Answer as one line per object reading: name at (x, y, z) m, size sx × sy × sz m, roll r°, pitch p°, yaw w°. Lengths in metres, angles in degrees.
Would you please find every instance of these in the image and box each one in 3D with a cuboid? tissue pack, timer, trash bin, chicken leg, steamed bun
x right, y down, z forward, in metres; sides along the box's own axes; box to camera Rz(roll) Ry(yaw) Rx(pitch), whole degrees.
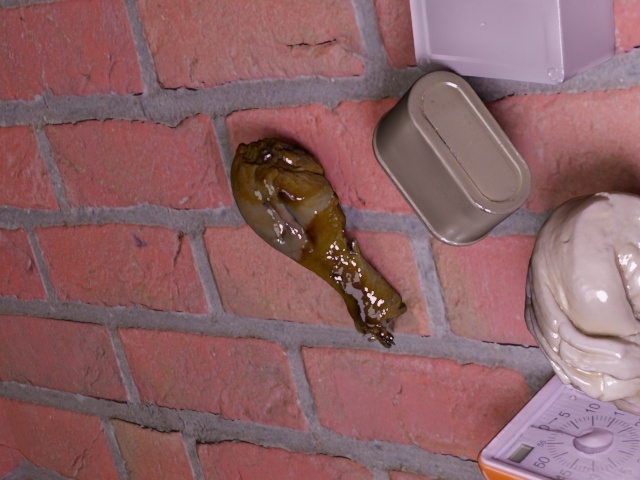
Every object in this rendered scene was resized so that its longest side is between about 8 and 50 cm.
tissue pack at (0.258, -0.313, 1.832) m, size 0.246 × 0.136 × 0.159 m, roll 13°, pitch 120°, yaw 40°
timer at (0.394, 0.318, 1.969) m, size 0.250 × 0.257 × 0.161 m, roll 28°, pitch 136°, yaw 28°
trash bin at (0.188, -0.117, 1.943) m, size 0.243 × 0.121 × 0.247 m, roll 54°, pitch 168°, yaw 4°
chicken leg at (0.000, 0.000, 2.270) m, size 0.429 × 0.153 × 0.201 m, roll 51°, pitch 150°, yaw -1°
steamed bun at (0.378, 0.087, 1.832) m, size 0.206 × 0.275 × 0.319 m, roll -5°, pitch 97°, yaw 17°
